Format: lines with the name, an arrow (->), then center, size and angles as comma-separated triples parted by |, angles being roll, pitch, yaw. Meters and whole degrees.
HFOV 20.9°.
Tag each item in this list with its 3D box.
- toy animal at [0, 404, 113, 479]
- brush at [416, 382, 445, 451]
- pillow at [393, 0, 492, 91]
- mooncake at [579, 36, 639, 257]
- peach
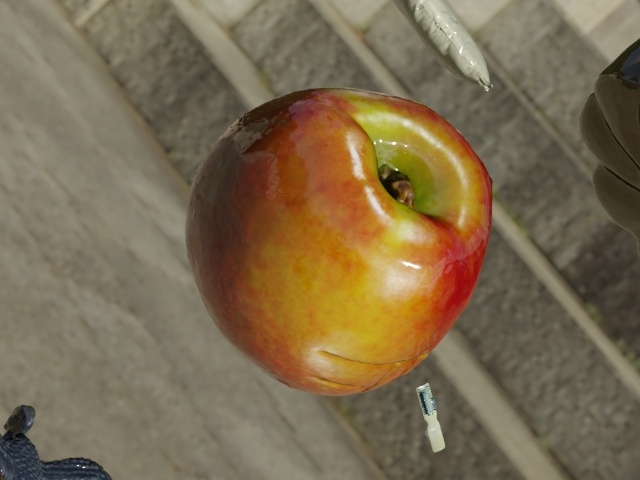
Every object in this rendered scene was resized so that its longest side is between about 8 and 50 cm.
toy animal -> -0.206, 0.159, 1.172 | 0.220, 0.062, 0.108 | 37, 50, -33
brush -> 0.122, 0.195, 1.896 | 0.013, 0.016, 0.083 | 23, -47, 57
pillow -> 0.113, -0.222, 1.736 | 0.148, 0.050, 0.229 | 48, 10, -10
mooncake -> 0.476, -0.087, 2.094 | 0.378, 0.201, 0.378 | 49, -15, 18
peach -> 0.000, 0.000, 1.489 | 0.245, 0.274, 0.248 | 33, 44, -7
